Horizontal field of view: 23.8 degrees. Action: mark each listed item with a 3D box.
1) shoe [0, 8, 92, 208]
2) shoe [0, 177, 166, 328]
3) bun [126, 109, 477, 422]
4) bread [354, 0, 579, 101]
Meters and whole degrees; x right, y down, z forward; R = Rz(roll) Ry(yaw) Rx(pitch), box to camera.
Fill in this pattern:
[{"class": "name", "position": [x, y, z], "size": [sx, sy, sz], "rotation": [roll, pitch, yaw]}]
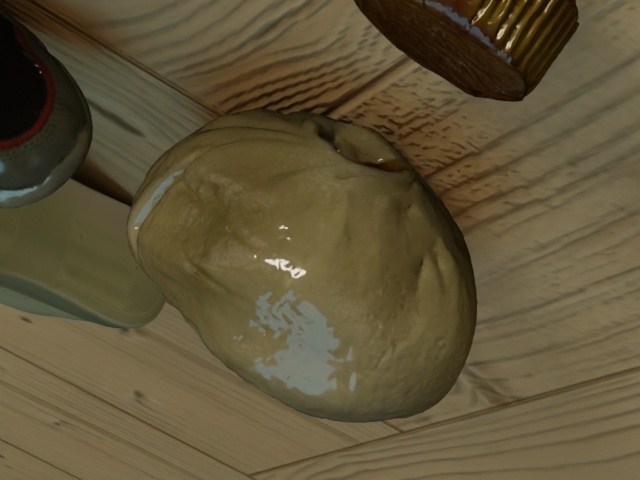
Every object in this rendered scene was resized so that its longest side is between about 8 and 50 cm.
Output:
[{"class": "shoe", "position": [-0.202, -0.106, 0.686], "size": [0.227, 0.099, 0.125], "rotation": [28, 156, -5]}, {"class": "shoe", "position": [-0.202, -0.019, 0.851], "size": [0.110, 0.095, 0.265], "rotation": [1, 154, 40]}, {"class": "bun", "position": [0.000, 0.000, 0.722], "size": [0.173, 0.167, 0.113], "rotation": [23, 112, -20]}, {"class": "bread", "position": [0.057, -0.094, 0.574], "size": [0.085, 0.053, 0.085], "rotation": [32, 171, 6]}]
